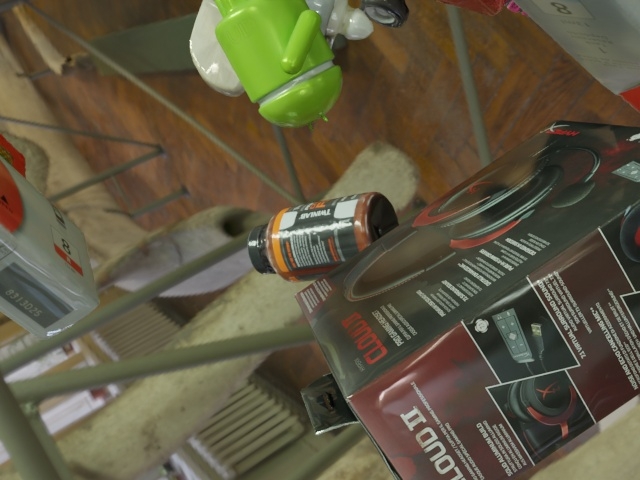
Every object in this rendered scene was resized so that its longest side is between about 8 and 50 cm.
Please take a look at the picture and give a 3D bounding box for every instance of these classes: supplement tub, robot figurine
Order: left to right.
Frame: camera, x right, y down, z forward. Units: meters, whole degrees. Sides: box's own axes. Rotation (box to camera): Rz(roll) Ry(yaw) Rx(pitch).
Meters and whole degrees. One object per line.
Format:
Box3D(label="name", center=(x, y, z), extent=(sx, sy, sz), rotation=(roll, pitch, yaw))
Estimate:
Box3D(label="robot figurine", center=(-0.029, -0.130, 0.528), extent=(0.115, 0.067, 0.101), rotation=(61, 170, -8))
Box3D(label="supplement tub", center=(0.000, 0.000, 1.013), extent=(0.198, 0.106, 0.106), rotation=(-9, 111, 30))

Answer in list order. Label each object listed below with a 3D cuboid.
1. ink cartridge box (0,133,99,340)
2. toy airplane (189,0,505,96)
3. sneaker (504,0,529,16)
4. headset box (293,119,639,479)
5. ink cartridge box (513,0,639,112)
Box3D(label="ink cartridge box", center=(-0.187, -0.050, 0.406), extent=(0.145, 0.045, 0.179), rotation=(54, -172, -44))
Box3D(label="toy airplane", center=(0.012, -0.367, 0.705), extent=(0.272, 0.384, 0.386), rotation=(12, 122, 66))
Box3D(label="sneaker", center=(0.328, -0.359, 1.053), extent=(0.252, 0.111, 0.103), rotation=(36, 136, -10))
Box3D(label="headset box", center=(0.117, 0.043, 0.525), extent=(0.110, 0.293, 0.218), rotation=(57, 179, -15))
Box3D(label="ink cartridge box", center=(0.289, -0.262, 0.555), extent=(0.091, 0.385, 0.308), rotation=(23, 95, 42))
